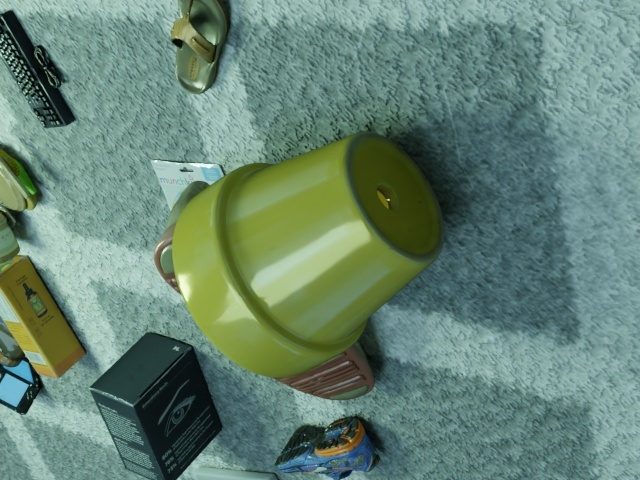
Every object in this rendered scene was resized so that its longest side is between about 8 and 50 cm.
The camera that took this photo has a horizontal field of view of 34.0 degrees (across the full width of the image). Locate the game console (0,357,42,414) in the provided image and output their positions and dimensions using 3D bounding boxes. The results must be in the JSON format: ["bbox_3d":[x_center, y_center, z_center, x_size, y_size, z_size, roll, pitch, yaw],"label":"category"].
[{"bbox_3d":[-0.649,0.289,2.178,0.122,0.107,0.071,20,165,28],"label":"game console"}]

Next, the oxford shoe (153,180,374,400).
[{"bbox_3d":[-0.052,0.071,1.403,0.140,0.146,0.397,-22,127,27],"label":"oxford shoe"}]

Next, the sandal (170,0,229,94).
[{"bbox_3d":[-0.153,-0.239,1.248,0.072,0.049,0.180,33,141,14],"label":"sandal"}]

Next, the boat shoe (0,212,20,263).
[{"bbox_3d":[-0.649,-0.040,1.849,0.285,0.104,0.089,15,127,25],"label":"boat shoe"}]

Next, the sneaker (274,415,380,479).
[{"bbox_3d":[0.007,0.340,1.628,0.087,0.083,0.221,48,145,-14],"label":"sneaker"}]

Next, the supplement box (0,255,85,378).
[{"bbox_3d":[-0.530,0.140,1.923,0.080,0.078,0.233,5,128,43],"label":"supplement box"}]

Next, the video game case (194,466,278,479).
[{"bbox_3d":[-0.116,0.500,1.933,0.212,0.023,0.193,-8,120,45],"label":"video game case"}]

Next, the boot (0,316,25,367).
[{"bbox_3d":[-0.636,0.134,2.036,0.219,0.082,0.106,47,121,3],"label":"boot"}]

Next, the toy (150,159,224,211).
[{"bbox_3d":[-0.168,0.003,1.484,0.137,0.056,0.237,6,129,37],"label":"toy"}]

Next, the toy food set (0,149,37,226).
[{"bbox_3d":[-0.516,-0.101,1.722,0.132,0.038,0.192,53,153,-3],"label":"toy food set"}]

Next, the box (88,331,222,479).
[{"bbox_3d":[-0.275,0.285,1.769,0.108,0.153,0.207,13,132,34],"label":"box"}]

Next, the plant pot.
[{"bbox_3d":[0.000,0.000,1.197,0.239,0.254,0.254,-32,102,35],"label":"plant pot"}]

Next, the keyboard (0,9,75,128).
[{"bbox_3d":[-0.418,-0.243,1.506,0.108,0.023,0.180,-2,124,43],"label":"keyboard"}]
